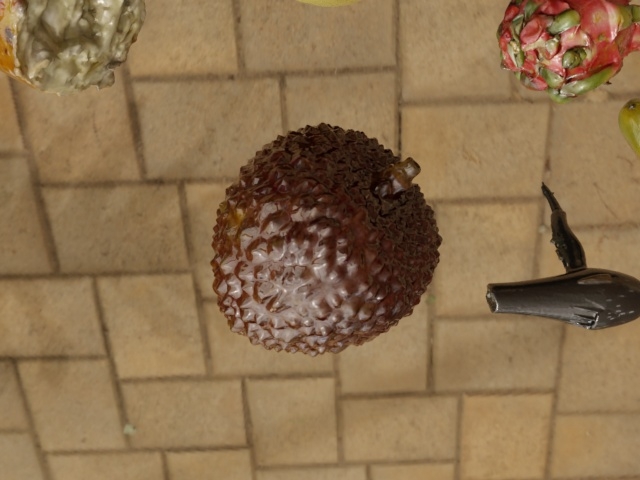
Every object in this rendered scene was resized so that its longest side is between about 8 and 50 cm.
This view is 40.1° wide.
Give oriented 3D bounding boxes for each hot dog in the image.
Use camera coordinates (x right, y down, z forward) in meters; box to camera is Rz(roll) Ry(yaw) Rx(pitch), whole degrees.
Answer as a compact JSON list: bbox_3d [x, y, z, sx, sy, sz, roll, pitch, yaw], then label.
[{"bbox_3d":[-0.347,-0.382,0.957,0.365,0.196,0.367,25,87,22],"label":"hot dog"}]

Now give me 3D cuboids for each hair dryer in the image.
[{"bbox_3d":[0.432,0.019,1.659,0.303,0.359,0.120,1,136,-7],"label":"hair dryer"}]

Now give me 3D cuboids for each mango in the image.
[{"bbox_3d":[0.626,-0.180,1.632,0.085,0.122,0.191,-37,92,16],"label":"mango"}]

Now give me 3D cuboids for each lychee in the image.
[{"bbox_3d":[0.000,0.000,1.033,0.275,0.276,0.304,37,120,-18],"label":"lychee"}]

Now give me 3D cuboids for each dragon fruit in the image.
[{"bbox_3d":[0.460,-0.377,1.621,0.231,0.302,0.237,43,120,19],"label":"dragon fruit"}]

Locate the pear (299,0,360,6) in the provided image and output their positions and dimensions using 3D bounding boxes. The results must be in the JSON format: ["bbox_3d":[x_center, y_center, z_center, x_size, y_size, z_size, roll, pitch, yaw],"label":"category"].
[{"bbox_3d":[0.004,-0.476,1.185,0.309,0.309,0.309,0,120,1],"label":"pear"}]
